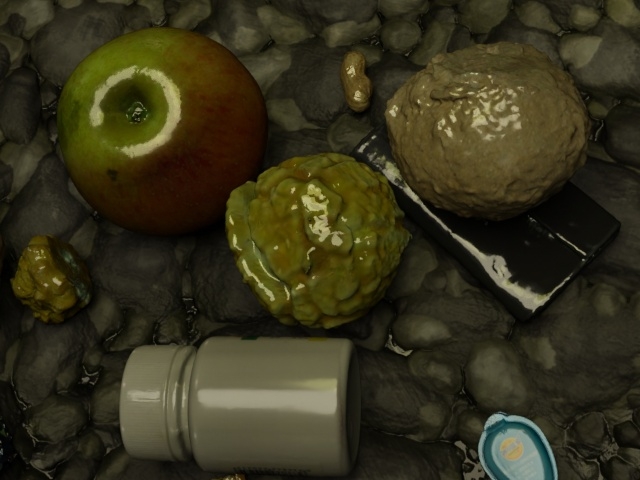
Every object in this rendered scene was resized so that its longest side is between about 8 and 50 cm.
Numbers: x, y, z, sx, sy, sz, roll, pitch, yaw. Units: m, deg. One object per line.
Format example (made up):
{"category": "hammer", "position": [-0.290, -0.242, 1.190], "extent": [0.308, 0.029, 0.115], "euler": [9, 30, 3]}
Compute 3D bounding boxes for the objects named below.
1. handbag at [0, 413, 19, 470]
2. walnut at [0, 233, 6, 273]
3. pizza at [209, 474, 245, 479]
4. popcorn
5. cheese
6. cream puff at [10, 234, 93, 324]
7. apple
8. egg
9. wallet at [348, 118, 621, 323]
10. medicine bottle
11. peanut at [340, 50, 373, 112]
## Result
{"category": "handbag", "position": [-0.603, 0.292, 1.891], "extent": [0.162, 0.113, 0.260], "euler": [-32, 70, -9]}
{"category": "walnut", "position": [-0.638, 0.049, 1.895], "extent": [0.273, 0.227, 0.273], "euler": [-2, 37, 2]}
{"category": "pizza", "position": [-0.163, 0.433, 1.821], "extent": [0.099, 0.036, 0.160], "euler": [11, 75, 12]}
{"category": "popcorn", "position": [-0.002, 0.005, 1.818], "extent": [0.282, 0.247, 0.282], "euler": [-7, 74, 26]}
{"category": "cheese", "position": [0.326, 0.371, 1.766], "extent": [0.106, 0.037, 0.256], "euler": [-32, 73, -1]}
{"category": "cream puff", "position": [-0.449, 0.069, 1.929], "extent": [0.116, 0.146, 0.146], "euler": [-37, 71, 15]}
{"category": "apple", "position": [-0.254, -0.179, 1.875], "extent": [0.340, 0.339, 0.339], "euler": [-2, 73, 8]}
{"category": "egg", "position": [0.250, -0.161, 1.756], "extent": [0.310, 0.279, 0.279], "euler": [-2, 73, 21]}
{"category": "wallet", "position": [0.260, -0.076, 1.893], "extent": [0.228, 0.062, 0.406], "euler": [-45, 72, -6]}
{"category": "medicine bottle", "position": [-0.116, 0.249, 1.779], "extent": [0.340, 0.208, 0.208], "euler": [0, 74, 9]}
{"category": "peanut", "position": [0.061, -0.271, 1.990], "extent": [0.054, 0.054, 0.113], "euler": [-11, 72, 5]}
